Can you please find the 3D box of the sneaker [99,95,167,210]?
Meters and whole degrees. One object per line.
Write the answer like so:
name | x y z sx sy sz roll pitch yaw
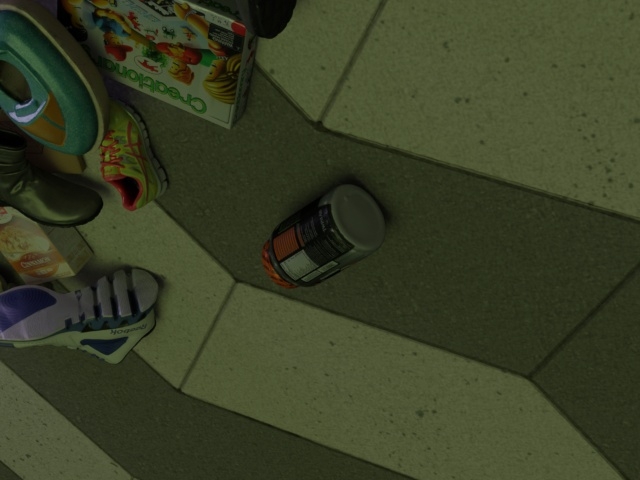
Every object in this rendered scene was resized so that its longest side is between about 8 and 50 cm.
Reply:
sneaker | -0.325 -0.139 1.707 0.081 0.094 0.208 -8 122 36

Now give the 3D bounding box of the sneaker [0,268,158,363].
sneaker | -0.445 0.168 1.970 0.315 0.127 0.182 -9 142 -4

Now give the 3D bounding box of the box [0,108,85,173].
box | -0.501 -0.201 1.786 0.164 0.021 0.201 2 130 16

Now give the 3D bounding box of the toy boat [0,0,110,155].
toy boat | -0.473 -0.215 1.616 0.318 0.148 0.267 -14 123 40

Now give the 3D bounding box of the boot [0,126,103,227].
boot | -0.495 -0.112 1.776 0.246 0.083 0.161 13 144 4

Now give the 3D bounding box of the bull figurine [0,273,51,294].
bull figurine | -0.686 0.076 2.088 0.310 0.101 0.188 41 129 -16

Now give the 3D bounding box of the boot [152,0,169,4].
boot | -0.235 -0.389 1.448 0.099 0.121 0.045 9 174 7

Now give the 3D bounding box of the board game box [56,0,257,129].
board game box | -0.244 -0.304 1.547 0.305 0.053 0.193 24 136 9

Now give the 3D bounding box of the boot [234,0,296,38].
boot | -0.163 -0.426 1.370 0.222 0.118 0.338 3 118 31

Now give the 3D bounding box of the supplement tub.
supplement tub | 0.000 0.000 1.634 0.117 0.117 0.190 46 135 -14

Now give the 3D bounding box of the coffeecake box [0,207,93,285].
coffeecake box | -0.534 -0.015 1.951 0.142 0.068 0.185 -13 120 36
